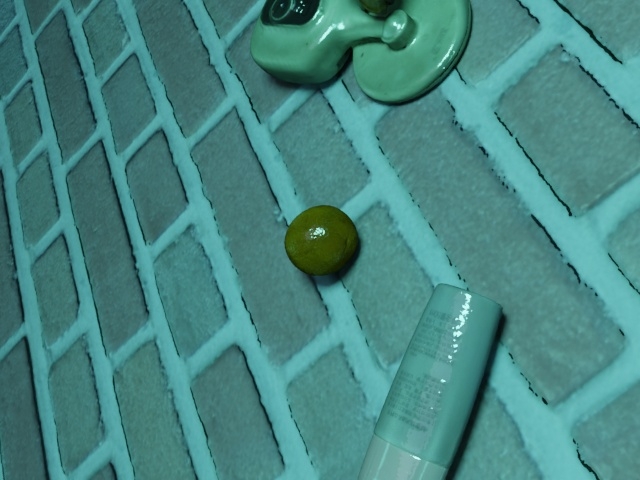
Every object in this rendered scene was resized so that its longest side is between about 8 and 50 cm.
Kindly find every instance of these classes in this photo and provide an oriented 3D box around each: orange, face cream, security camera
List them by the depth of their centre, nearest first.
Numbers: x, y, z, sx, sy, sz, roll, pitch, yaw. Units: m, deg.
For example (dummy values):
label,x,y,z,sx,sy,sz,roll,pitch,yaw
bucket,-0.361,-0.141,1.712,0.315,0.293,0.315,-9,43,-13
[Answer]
label,x,y,z,sx,sy,sz,roll,pitch,yaw
face cream,0.101,0.140,0.764,0.084,0.057,0.198,18,85,46
orange,0.000,0.000,0.914,0.085,0.085,0.085,-20,58,35
security camera,0.039,-0.252,1.001,0.301,0.080,0.157,17,82,43

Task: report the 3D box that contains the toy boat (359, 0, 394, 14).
label,x,y,z,sx,sy,sz,roll,pitch,yaw
toy boat,0.132,-0.391,0.947,0.121,0.089,0.321,27,79,11
